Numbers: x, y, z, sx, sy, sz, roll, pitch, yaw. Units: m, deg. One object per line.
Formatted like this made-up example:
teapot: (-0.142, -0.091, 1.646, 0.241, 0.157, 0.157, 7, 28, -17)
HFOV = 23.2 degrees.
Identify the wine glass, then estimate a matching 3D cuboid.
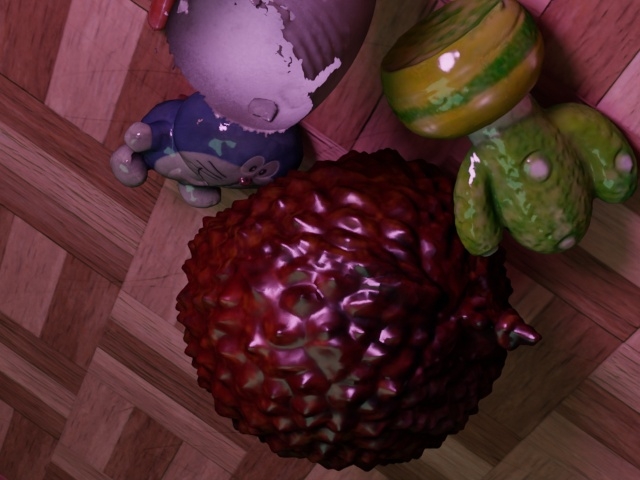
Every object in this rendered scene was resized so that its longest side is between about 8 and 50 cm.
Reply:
wine glass: (-0.007, -0.275, 1.650, 0.190, 0.357, 0.190, 25, 142, 21)

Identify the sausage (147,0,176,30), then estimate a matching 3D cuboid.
sausage: (-0.189, -0.349, 2.000, 0.034, 0.034, 0.253, 33, 144, 6)

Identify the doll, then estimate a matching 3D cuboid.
doll: (-0.141, -0.126, 2.116, 0.228, 0.154, 0.258, 22, 169, -42)

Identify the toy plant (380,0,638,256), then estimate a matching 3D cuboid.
toy plant: (0.215, -0.114, 1.778, 0.316, 0.224, 0.184, 52, 180, -21)

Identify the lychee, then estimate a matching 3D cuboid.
lychee: (0.055, 0.086, 1.958, 0.500, 0.424, 0.424, 2, 133, 31)
